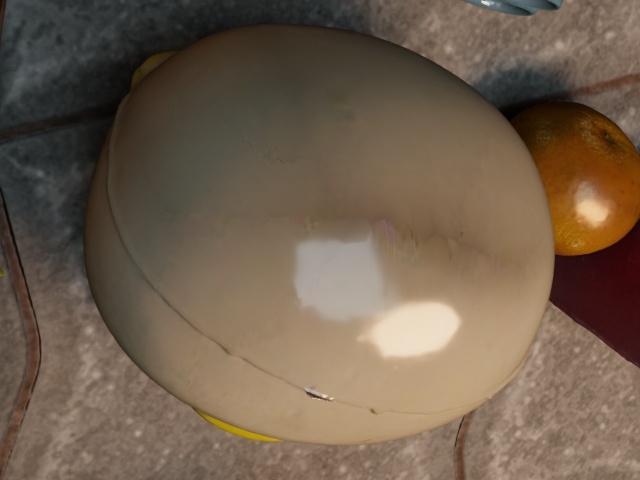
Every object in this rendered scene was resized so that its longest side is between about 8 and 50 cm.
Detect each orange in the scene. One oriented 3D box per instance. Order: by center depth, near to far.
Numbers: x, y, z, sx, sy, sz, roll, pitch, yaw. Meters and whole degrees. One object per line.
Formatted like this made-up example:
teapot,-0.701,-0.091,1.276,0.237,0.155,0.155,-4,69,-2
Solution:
orange,0.230,-0.055,1.033,0.154,0.155,0.134,12,130,-26

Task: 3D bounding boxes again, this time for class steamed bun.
steamed bun,0.003,-0.004,0.859,0.373,0.334,0.334,16,103,-28

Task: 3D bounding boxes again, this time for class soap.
soap,0.425,0.095,1.124,0.359,0.233,0.128,24,101,-29

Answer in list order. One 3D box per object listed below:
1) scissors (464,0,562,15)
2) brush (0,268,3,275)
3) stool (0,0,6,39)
scissors,0.079,-0.237,0.935,0.256,0.125,0.030,13,95,-13
brush,-0.307,0.026,0.908,0.083,0.019,0.021,9,115,-25
stool,-0.322,-0.110,0.700,0.226,0.310,0.311,9,105,-16
